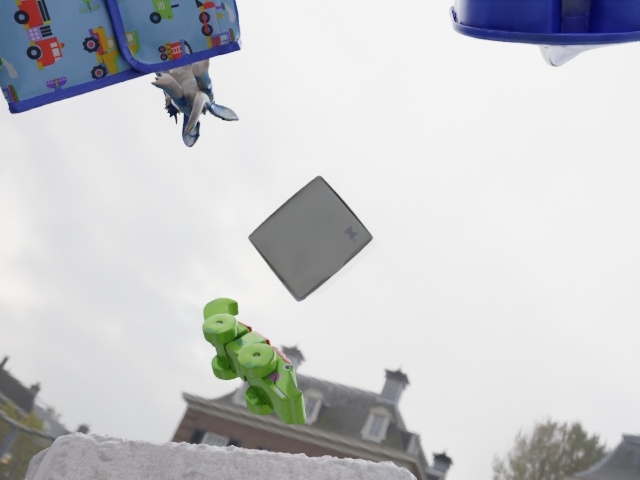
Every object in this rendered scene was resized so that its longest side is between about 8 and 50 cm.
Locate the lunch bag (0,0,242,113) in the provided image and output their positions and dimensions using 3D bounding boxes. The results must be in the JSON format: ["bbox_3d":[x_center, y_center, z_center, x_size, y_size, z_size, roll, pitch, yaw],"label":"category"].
[{"bbox_3d":[-0.224,-0.289,0.817,0.138,0.293,0.221,-138,-148,-63],"label":"lunch bag"}]

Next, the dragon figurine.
[{"bbox_3d":[-0.171,-0.188,1.053,0.289,0.085,0.144,52,-10,49],"label":"dragon figurine"}]

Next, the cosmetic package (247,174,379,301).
[{"bbox_3d":[0.000,0.000,1.228,0.129,0.153,0.296,50,3,5],"label":"cosmetic package"}]

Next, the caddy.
[{"bbox_3d":[0.271,-0.292,0.864,0.241,0.341,0.179,0,-67,8],"label":"caddy"}]

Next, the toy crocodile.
[{"bbox_3d":[-0.122,0.211,1.349,0.340,0.105,0.115,31,-42,49],"label":"toy crocodile"}]

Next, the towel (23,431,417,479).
[{"bbox_3d":[-0.091,0.197,0.444,0.282,0.187,0.049,-2,-57,19],"label":"towel"}]
